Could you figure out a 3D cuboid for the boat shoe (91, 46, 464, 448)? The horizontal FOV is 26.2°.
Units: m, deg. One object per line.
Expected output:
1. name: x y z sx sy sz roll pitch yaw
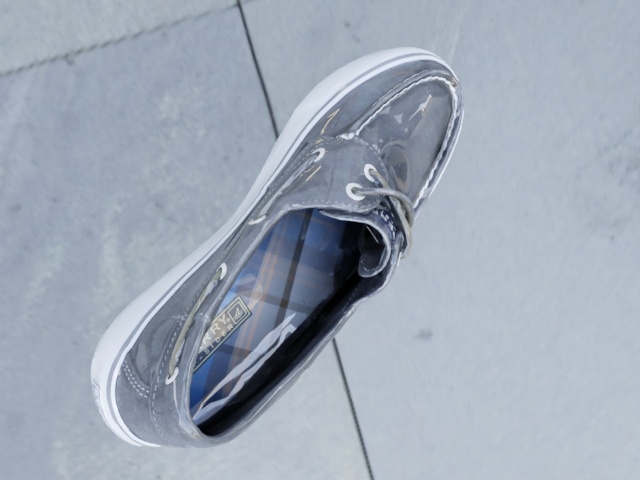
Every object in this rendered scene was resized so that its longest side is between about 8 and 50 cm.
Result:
1. boat shoe: 0.000 0.000 0.582 0.228 0.076 0.080 -44 119 -25
